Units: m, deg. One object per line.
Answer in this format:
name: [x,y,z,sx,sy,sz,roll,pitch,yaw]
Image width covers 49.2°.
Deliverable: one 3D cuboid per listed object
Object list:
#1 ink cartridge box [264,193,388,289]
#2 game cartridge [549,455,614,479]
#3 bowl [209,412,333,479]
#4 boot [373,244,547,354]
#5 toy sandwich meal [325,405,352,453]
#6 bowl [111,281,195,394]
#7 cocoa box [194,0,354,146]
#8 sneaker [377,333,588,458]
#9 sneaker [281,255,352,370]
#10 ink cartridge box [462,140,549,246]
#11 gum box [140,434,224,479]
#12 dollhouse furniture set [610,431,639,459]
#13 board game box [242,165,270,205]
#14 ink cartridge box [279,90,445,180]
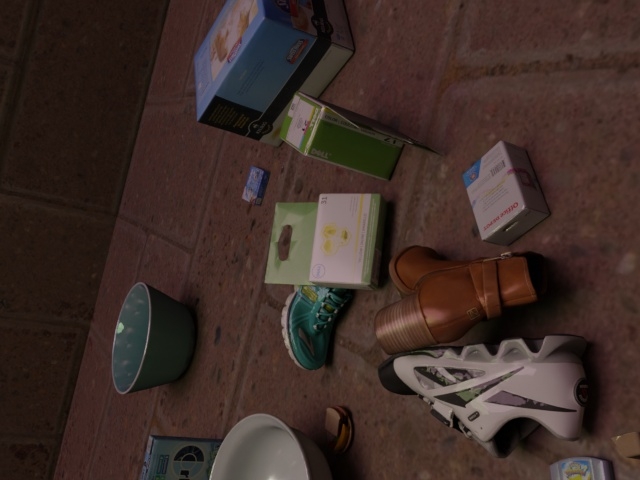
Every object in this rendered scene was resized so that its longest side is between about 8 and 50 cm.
ink cartridge box: [0.000,0.000,1.296,0.235,0.056,0.171,2,75,23]
game cartridge: [0.308,0.284,0.826,0.083,0.017,0.055,-32,48,50]
bowl: [-0.066,0.463,1.247,0.298,0.134,0.297,-21,62,45]
boot: [0.204,0.050,0.987,0.220,0.283,0.109,-24,97,24]
toy sandwich meal: [0.028,0.342,1.259,0.086,0.029,0.085,-30,54,52]
bowl: [-0.461,0.282,1.975,0.312,0.163,0.311,-29,55,53]
cocoa box: [-0.123,-0.429,1.619,0.347,0.228,0.231,-45,43,43]
sneaker: [0.197,0.212,0.931,0.331,0.123,0.146,-19,67,52]
sneaker: [0.001,0.112,1.332,0.110,0.107,0.275,1,79,50]
ink cartridge box: [0.263,-0.066,1.002,0.088,0.052,0.122,-45,41,43]
gum box: [-0.316,0.534,1.609,0.041,0.185,0.156,4,83,59]
dollhouse furniture set: [0.353,0.175,0.698,0.091,0.114,0.081,-40,42,49]
board game box: [-0.166,-0.140,1.786,0.090,0.020,0.090,28,103,60]
ink cartridge box: [0.065,-0.169,1.239,0.255,0.189,0.097,44,115,56]
